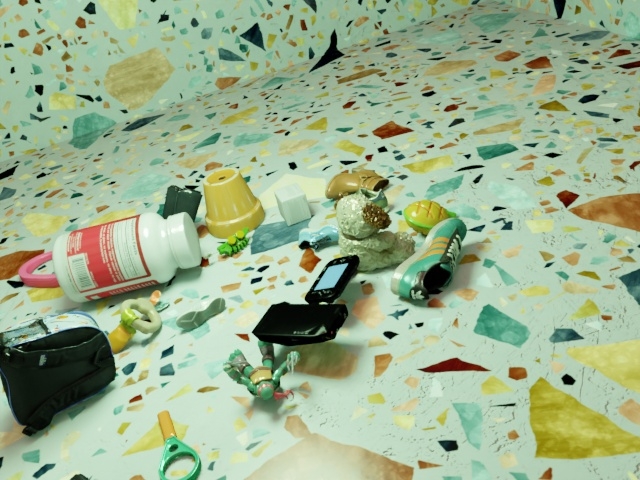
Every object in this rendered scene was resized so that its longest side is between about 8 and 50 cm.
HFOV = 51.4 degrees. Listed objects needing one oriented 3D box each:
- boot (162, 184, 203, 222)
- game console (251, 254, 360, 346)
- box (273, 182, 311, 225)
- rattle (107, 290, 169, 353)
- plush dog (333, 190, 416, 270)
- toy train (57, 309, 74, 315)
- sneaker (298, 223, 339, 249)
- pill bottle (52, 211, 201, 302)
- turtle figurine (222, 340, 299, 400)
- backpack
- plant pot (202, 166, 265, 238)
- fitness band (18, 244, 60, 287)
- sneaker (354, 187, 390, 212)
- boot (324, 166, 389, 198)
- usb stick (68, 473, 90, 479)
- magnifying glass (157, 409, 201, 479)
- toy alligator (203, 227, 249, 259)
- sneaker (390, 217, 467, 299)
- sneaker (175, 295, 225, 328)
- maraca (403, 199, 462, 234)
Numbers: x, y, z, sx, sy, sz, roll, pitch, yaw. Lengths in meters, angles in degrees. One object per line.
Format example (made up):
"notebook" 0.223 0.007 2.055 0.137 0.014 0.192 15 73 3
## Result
"boot" -0.524 -0.083 2.270 0.247 0.094 0.207 4 80 21
"game console" -0.011 0.145 1.705 0.213 0.043 0.361 -3 30 28
"box" -0.095 -0.123 2.239 0.087 0.101 0.101 -20 32 -11
"rattle" -0.526 0.238 1.925 0.130 0.142 0.199 17 15 -7
"plush dog" 0.111 -0.029 1.877 0.211 0.225 0.262 -33 35 -26
"toy train" -0.806 0.236 2.064 0.083 0.017 0.023 -20 21 -8
"sneaker" 0.000 0.000 2.049 0.162 0.063 0.073 -11 41 34
"pill bottle" -0.595 0.042 2.076 0.408 0.229 0.229 -14 31 2
"turtle figurine" -0.142 0.308 1.557 0.175 0.118 0.234 -3 11 -15
"backpack" -0.666 0.307 1.682 0.264 0.276 0.213 -14 30 -24
"plant pot" -0.314 -0.139 2.279 0.205 0.187 0.205 -11 32 7
"fitness band" -0.915 0.083 2.322 0.291 0.054 0.209 -2 34 23
"sneaker" 0.131 -0.136 2.174 0.192 0.086 0.064 3 36 29
"boot" 0.125 -0.187 2.278 0.197 0.072 0.152 -36 41 -26
"usb stick" -0.583 0.595 1.364 0.077 0.045 0.278 20 45 34
"magnifying glass" -0.329 0.461 1.484 0.092 0.026 0.231 -24 31 -13
"toy alligator" -0.290 0.023 2.147 0.051 0.056 0.190 46 57 10
"sneaker" 0.321 0.056 1.774 0.121 0.108 0.302 19 53 42
"sneaker" -0.345 0.203 1.885 0.152 0.053 0.061 -27 23 -29
"maraca" 0.333 -0.069 1.974 0.186 0.099 0.127 1 36 -22
